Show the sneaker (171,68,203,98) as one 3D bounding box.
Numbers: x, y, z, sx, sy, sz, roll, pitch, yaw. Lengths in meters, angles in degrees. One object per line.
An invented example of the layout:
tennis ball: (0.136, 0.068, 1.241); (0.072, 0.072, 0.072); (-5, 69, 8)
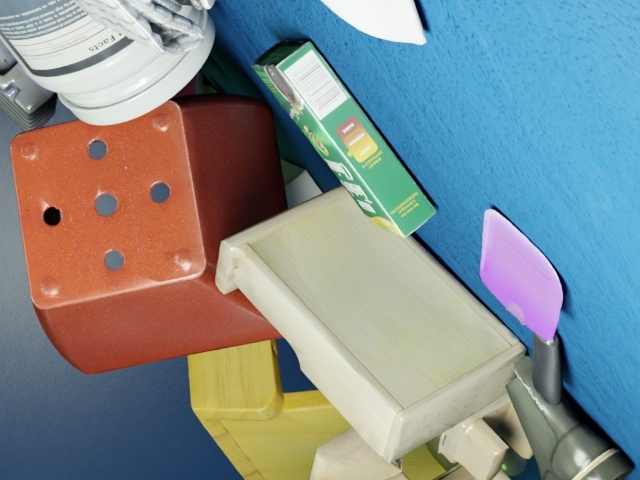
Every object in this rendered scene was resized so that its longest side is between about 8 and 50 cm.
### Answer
sneaker: (-0.211, -0.236, 1.940); (0.252, 0.103, 0.111); (54, -178, 37)

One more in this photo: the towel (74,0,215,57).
towel: (-0.195, -0.280, 1.185); (0.284, 0.121, 0.235); (43, 177, -24)

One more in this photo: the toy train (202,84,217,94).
toy train: (-0.145, -0.143, 2.028); (0.248, 0.105, 0.143); (47, 160, 31)

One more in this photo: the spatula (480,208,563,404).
spatula: (0.170, 0.071, 1.215); (0.084, 0.030, 0.296); (45, 172, 29)

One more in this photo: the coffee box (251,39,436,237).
coffee box: (0.019, -0.088, 1.320); (0.184, 0.040, 0.113); (52, 174, -15)

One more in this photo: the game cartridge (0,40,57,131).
game cartridge: (-0.434, -0.269, 1.730); (0.355, 0.068, 0.230); (45, 175, -6)

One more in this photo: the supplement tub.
supplement tub: (-0.235, -0.260, 1.438); (0.191, 0.191, 0.272); (44, 171, 50)

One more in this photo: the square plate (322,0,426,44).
square plate: (-0.094, -0.289, 0.873); (0.344, 0.049, 0.347); (48, 174, 32)

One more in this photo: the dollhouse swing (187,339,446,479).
dollhouse swing: (0.027, 0.208, 2.081); (0.347, 0.305, 0.315); (59, -164, -44)

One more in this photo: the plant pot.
plant pot: (-0.184, -0.019, 1.605); (0.236, 0.267, 0.267); (36, -137, -77)

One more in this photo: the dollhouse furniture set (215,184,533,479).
dollhouse furniture set: (0.020, 0.179, 1.561); (0.256, 0.362, 0.394); (46, 145, 28)

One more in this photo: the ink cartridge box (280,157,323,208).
ink cartridge box: (0.000, 0.000, 1.910); (0.198, 0.067, 0.115); (54, 174, -18)

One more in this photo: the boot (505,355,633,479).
boot: (0.218, 0.186, 1.444); (0.137, 0.077, 0.198); (54, 162, 16)

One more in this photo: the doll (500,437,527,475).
doll: (0.192, 0.214, 1.879); (0.189, 0.046, 0.129); (50, 175, 39)
